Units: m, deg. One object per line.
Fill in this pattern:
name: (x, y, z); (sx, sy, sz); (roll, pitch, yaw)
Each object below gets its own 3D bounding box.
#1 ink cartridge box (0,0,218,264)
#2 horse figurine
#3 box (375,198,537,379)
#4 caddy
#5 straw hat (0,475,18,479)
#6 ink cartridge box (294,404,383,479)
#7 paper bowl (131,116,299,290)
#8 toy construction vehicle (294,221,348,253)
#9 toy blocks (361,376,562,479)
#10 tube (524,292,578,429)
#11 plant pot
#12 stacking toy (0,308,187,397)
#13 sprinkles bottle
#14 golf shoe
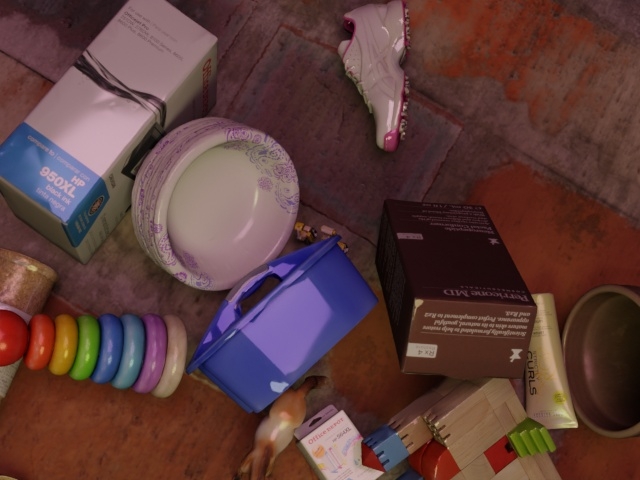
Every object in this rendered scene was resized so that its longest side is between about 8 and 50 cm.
ink cartridge box: (-0.349, -0.185, 1.647); (0.166, 0.285, 0.395); (35, 74, 2)
horse figurine: (-0.073, 0.317, 1.607); (0.066, 0.174, 0.263); (32, 73, 0)
box: (0.206, 0.068, 1.605); (0.191, 0.381, 0.143); (4, 116, -6)
caddy: (-0.070, 0.130, 1.626); (0.341, 0.241, 0.179); (-41, 90, -15)
straw hat: (-0.520, 0.446, 1.579); (0.144, 0.061, 0.145); (2, 83, -22)
ink cartridge box: (0.027, 0.357, 1.653); (0.092, 0.090, 0.143); (-35, 83, -14)
paper bowl: (-0.188, -0.068, 1.667); (0.284, 0.284, 0.148); (-48, 41, -15)
toy construction vehicle: (0.000, 0.000, 1.747); (0.085, 0.098, 0.035); (21, 76, 17)
toy blocks: (0.237, 0.387, 1.608); (0.260, 0.190, 0.381); (-35, 108, -13)
tube: (0.400, 0.215, 1.751); (0.062, 0.070, 0.240); (3, 77, -27)
plant pot: (0.585, 0.203, 1.698); (0.229, 0.263, 0.263); (0, 75, -24)
stacking toy: (-0.388, 0.165, 1.575); (0.330, 0.141, 0.141); (12, 73, -25)
sprinkles bottle: (-0.552, 0.193, 1.609); (0.121, 0.121, 0.356); (21, 74, -1)
golf shoe: (0.100, -0.306, 1.836); (0.140, 0.115, 0.306); (0, 69, 4)
